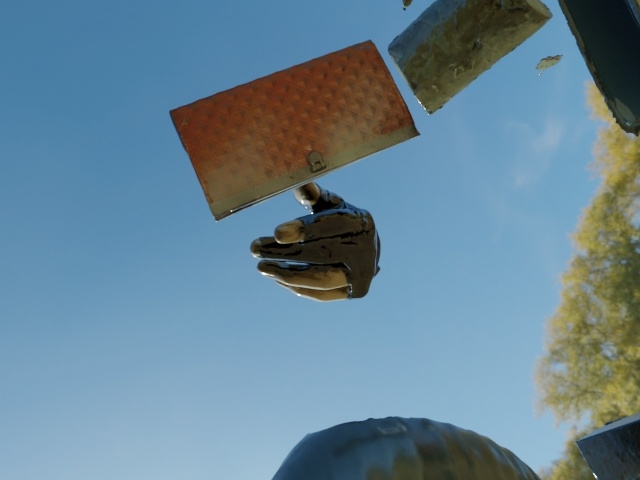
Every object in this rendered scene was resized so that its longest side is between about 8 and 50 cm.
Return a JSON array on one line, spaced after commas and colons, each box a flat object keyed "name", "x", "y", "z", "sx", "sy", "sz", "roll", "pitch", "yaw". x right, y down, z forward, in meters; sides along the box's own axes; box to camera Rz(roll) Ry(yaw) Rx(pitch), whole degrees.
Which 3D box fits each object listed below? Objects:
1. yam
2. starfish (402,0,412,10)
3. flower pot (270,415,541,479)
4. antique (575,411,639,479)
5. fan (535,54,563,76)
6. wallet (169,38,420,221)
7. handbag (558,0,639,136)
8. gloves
[{"name": "yam", "x": 0.244, "y": -0.354, "z": 0.932, "sx": 0.161, "sy": 0.268, "sz": 0.161, "roll": 32, "pitch": -140, "yaw": -32}, {"name": "starfish", "x": 0.187, "y": -0.509, "z": 0.714, "sx": 0.078, "sy": 0.347, "sz": 0.358, "roll": 14, "pitch": -124, "yaw": -74}, {"name": "flower pot", "x": 0.071, "y": 0.224, "z": 0.384, "sx": 0.243, "sy": 0.189, "sz": 0.157, "roll": 29, "pitch": -125, "yaw": -17}, {"name": "antique", "x": 0.373, "y": 0.188, "z": 0.513, "sx": 0.081, "sy": 0.221, "sz": 0.080, "roll": -2, "pitch": -122, "yaw": -42}, {"name": "fan", "x": 0.504, "y": -0.389, "z": 1.194, "sx": 0.055, "sy": 0.083, "sz": 0.004, "roll": -13, "pitch": -104, "yaw": -6}, {"name": "wallet", "x": -0.020, "y": -0.101, "z": 0.466, "sx": 0.196, "sy": 0.020, "sz": 0.103, "roll": -23, "pitch": -97, "yaw": -9}, {"name": "handbag", "x": 0.255, "y": -0.201, "z": 0.420, "sx": 0.144, "sy": 0.057, "sz": 0.221, "roll": -16, "pitch": -102, "yaw": -25}, {"name": "gloves", "x": 0.008, "y": -0.001, "z": 0.832, "sx": 0.301, "sy": 0.152, "sz": 0.197, "roll": -1, "pitch": -98, "yaw": -54}]
